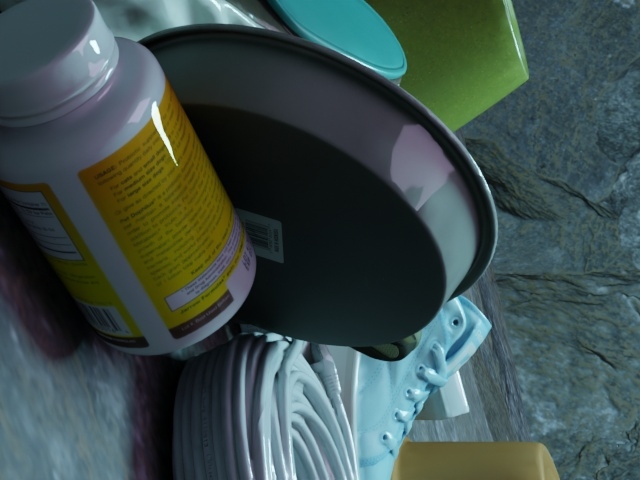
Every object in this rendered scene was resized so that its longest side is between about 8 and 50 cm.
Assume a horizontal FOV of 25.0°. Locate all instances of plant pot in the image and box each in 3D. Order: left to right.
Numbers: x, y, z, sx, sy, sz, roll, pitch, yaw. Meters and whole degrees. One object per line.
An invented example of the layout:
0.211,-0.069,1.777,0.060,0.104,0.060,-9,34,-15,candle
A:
0.032,-0.175,1.328,0.275,0.293,0.275,-16,90,-77,plant pot
0.155,0.325,1.479,0.291,0.203,0.291,-16,90,-78,plant pot

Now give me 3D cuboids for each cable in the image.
-0.034,0.195,1.067,0.257,0.089,0.257,-6,81,-77,cable

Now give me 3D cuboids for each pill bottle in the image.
-0.127,-0.039,0.864,0.117,0.117,0.215,-92,162,-48,pill bottle

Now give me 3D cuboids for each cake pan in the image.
-0.027,-0.023,0.981,0.054,0.293,0.293,-65,145,-32,cake pan

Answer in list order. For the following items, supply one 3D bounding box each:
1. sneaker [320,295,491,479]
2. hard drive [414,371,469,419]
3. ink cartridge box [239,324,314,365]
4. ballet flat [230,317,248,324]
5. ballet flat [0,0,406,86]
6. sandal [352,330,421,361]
0.083,0.107,1.370,0.135,0.150,0.366,56,40,-75,sneaker
0.068,0.045,1.593,0.203,0.040,0.307,162,-86,-69,hard drive
-0.021,0.098,1.328,0.181,0.056,0.225,5,69,-77,ink cartridge box
-0.084,-0.029,1.116,0.250,0.084,0.058,69,32,-46,ballet flat
-0.086,-0.162,1.042,0.400,0.139,0.139,15,59,-57,ballet flat
-0.017,-0.026,1.201,0.303,0.086,0.120,48,-21,-16,sandal
